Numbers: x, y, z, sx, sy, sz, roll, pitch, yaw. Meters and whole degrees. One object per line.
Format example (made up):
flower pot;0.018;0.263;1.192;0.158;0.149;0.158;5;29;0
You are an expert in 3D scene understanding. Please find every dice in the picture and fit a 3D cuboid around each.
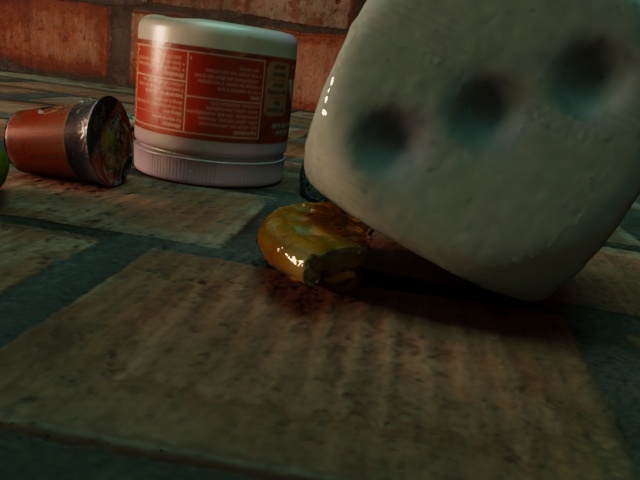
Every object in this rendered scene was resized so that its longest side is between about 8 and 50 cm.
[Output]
dice;0.157;-0.115;0.596;0.268;0.262;0.264;30;12;6

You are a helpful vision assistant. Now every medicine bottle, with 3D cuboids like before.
medicine bottle;-0.173;-0.229;0.997;0.252;0.241;0.252;8;16;-2

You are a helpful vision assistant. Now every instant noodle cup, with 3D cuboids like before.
instant noodle cup;-0.348;-0.136;0.841;0.135;0.127;0.127;2;15;10

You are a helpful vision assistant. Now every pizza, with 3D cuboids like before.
pizza;0.001;0.003;0.600;0.127;0.058;0.246;7;15;-3

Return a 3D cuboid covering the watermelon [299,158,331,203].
watermelon;0.090;-0.137;0.913;0.188;0.175;0.322;-8;21;-45

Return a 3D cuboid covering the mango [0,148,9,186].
mango;-0.397;-0.079;0.688;0.091;0.074;0.165;-2;5;-12

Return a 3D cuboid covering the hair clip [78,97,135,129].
hair clip;-0.496;-0.280;1.395;0.172;0.049;0.116;28;38;32
